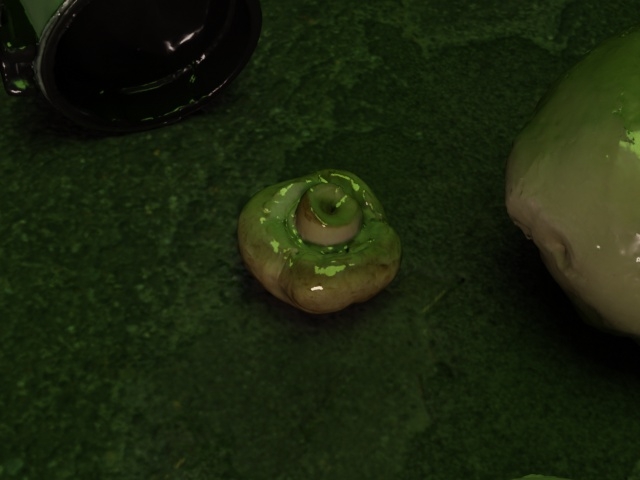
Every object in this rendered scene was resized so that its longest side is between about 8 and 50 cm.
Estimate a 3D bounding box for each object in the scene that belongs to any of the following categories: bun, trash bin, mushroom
[{"bbox_3d":[0.336,-0.033,1.145,0.362,0.234,0.326,-18,63,-39],"label":"bun"},{"bbox_3d":[-0.200,-0.272,1.239,0.277,0.217,0.262,-12,56,-23],"label":"trash bin"},{"bbox_3d":[0.000,0.000,1.134,0.148,0.112,0.148,8,56,-13],"label":"mushroom"}]

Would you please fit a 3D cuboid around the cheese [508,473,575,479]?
[{"bbox_3d":[0.163,0.265,0.936,0.198,0.154,0.189,15,49,1],"label":"cheese"}]
